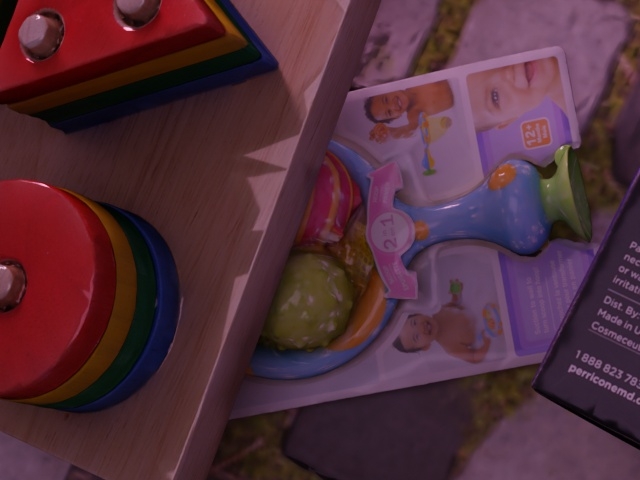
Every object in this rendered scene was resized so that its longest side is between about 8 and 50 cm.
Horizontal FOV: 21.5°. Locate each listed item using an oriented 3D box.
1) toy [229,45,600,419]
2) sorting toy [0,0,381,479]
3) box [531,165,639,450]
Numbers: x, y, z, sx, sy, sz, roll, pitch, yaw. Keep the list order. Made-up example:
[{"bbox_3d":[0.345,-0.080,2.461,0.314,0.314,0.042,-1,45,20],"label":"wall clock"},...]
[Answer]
[{"bbox_3d":[0.000,0.000,0.738,0.237,0.056,0.137,-11,79,12],"label":"toy"},{"bbox_3d":[-0.132,-0.052,0.727,0.255,0.089,0.257,19,87,30],"label":"sorting toy"},{"bbox_3d":[0.169,-0.002,0.590,0.103,0.261,0.184,29,90,15],"label":"box"}]
